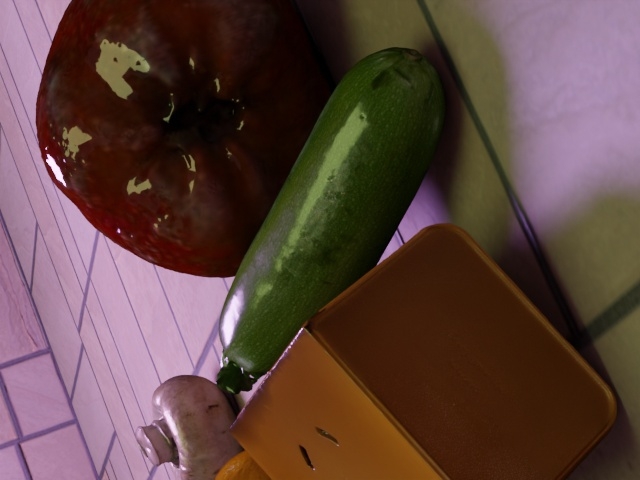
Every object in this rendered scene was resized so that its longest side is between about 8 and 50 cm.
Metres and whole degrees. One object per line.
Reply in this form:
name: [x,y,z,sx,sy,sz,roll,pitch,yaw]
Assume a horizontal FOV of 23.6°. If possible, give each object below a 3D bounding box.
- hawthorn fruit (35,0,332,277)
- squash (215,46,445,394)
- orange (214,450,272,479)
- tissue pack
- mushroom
hawthorn fruit: [-0.112,-0.115,1.324,0.284,0.284,0.284,162,90,-72]
squash: [0.000,0.000,1.206,0.101,0.101,0.379,60,136,31]
orange: [-0.046,0.301,1.682,0.136,0.159,0.159,34,-160,-52]
tissue pack: [0.069,0.134,1.116,0.194,0.145,0.274,50,157,7]
mushroom: [-0.174,0.261,2.036,0.166,0.127,0.166,55,161,29]
